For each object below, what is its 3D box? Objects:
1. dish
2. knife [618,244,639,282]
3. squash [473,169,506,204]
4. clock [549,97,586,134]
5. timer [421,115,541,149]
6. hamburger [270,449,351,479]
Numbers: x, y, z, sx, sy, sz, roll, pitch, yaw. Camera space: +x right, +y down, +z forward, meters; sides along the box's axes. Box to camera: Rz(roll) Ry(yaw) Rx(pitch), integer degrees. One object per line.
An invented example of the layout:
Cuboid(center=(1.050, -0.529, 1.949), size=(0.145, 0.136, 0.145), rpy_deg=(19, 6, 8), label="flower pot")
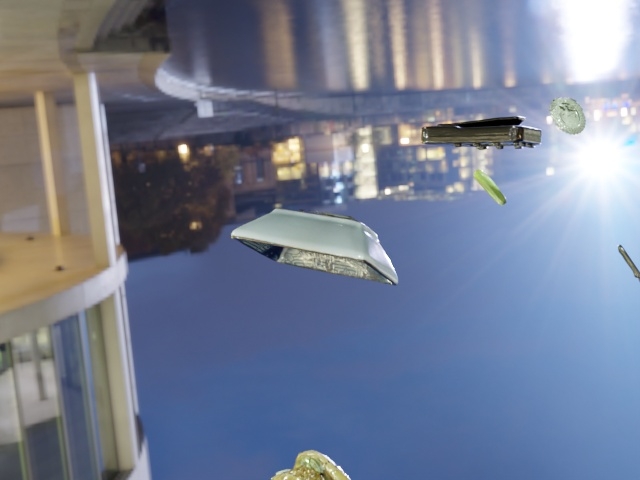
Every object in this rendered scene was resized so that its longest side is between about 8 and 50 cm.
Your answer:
Cuboid(center=(0.000, 0.000, 1.453), size=(0.243, 0.080, 0.182), rpy_deg=(11, 169, 25), label="dish")
Cuboid(center=(0.594, 0.081, 1.624), size=(0.010, 0.170, 0.023), rpy_deg=(-29, 164, 1), label="knife")
Cuboid(center=(0.333, -0.104, 1.733), size=(0.027, 0.089, 0.027), rpy_deg=(-35, 166, -10), label="squash")
Cuboid(center=(0.475, -0.239, 1.697), size=(0.074, 0.083, 0.010), rpy_deg=(-3, 157, -17), label="clock")
Cuboid(center=(0.287, -0.190, 1.570), size=(0.187, 0.055, 0.144), rpy_deg=(3, -176, 31), label="timer")
Cuboid(center=(-0.011, 0.482, 1.683), size=(0.113, 0.177, 0.185), rpy_deg=(-37, -134, -28), label="hamburger")
